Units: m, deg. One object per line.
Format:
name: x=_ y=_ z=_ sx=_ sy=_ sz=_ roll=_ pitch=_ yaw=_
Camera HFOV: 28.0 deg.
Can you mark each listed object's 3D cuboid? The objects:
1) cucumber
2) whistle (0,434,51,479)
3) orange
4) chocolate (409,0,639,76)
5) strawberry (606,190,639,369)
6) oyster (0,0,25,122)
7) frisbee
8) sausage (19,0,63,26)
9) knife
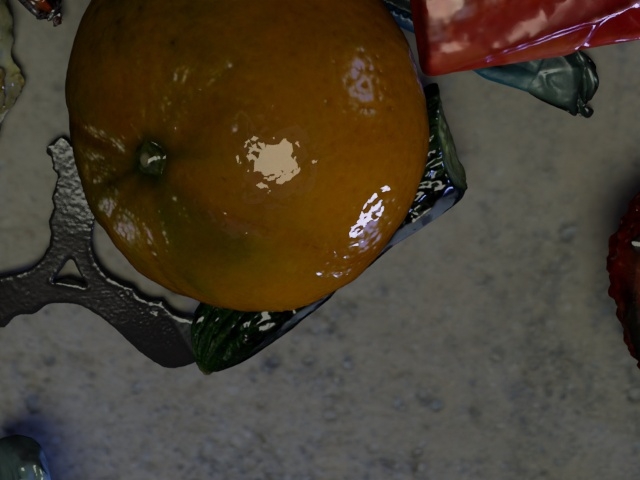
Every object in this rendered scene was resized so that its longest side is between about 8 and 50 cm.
cucumber: x=0.000 y=-0.001 z=0.890 sx=0.265 sy=0.077 sz=0.077 roll=-37 pitch=111 yaw=20
whistle: x=-0.227 y=0.320 z=1.012 sx=0.189 sy=0.189 sz=0.348 roll=-8 pitch=106 yaw=5
orange: x=-0.052 y=-0.072 z=0.774 sx=0.240 sy=0.171 sz=0.240 roll=13 pitch=111 yaw=35
chocolate: x=0.150 y=-0.233 z=0.735 sx=0.235 sy=0.108 sz=0.237 roll=-11 pitch=115 yaw=-1
strawberry: x=0.261 y=0.021 z=0.888 sx=0.140 sy=0.085 sz=0.192 roll=-28 pitch=119 yaw=6
oyster: x=-0.272 y=-0.098 z=0.848 sx=0.133 sy=0.072 sz=0.209 roll=23 pitch=114 yaw=-13
frisbee: x=-0.176 y=0.010 z=0.934 sx=0.211 sy=0.012 sz=0.187 roll=11 pitch=116 yaw=-4
sausage: x=-0.235 y=-0.211 z=0.813 sx=0.198 sy=0.025 sz=0.028 roll=46 pitch=141 yaw=-19
knife: x=0.056 y=-0.151 z=0.837 sx=0.296 sy=0.026 sz=0.044 roll=21 pitch=127 yaw=-10
